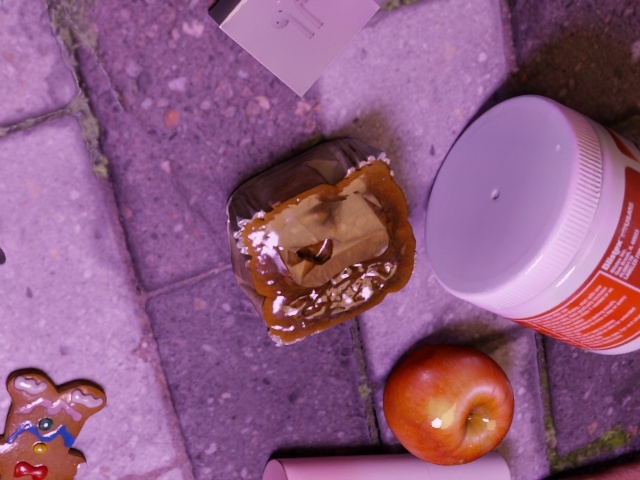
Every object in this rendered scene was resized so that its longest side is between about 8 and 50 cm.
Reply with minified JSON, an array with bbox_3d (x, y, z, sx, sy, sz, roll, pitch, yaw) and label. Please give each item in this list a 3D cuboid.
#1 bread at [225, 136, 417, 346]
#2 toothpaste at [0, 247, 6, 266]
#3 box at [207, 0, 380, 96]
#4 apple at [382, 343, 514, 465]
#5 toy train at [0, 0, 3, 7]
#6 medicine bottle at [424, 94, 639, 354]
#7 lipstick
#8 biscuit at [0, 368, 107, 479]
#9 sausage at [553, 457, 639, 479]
[{"bbox_3d":[0.002,0.000,1.595,0.210,0.110,0.192,-25,122,-11],"label":"bread"},{"bbox_3d":[-0.444,0.115,1.485,0.114,0.073,0.299,29,108,-34],"label":"toothpaste"},{"bbox_3d":[-0.029,-0.246,1.486,0.130,0.051,0.129,-49,125,5],"label":"box"},{"bbox_3d":[0.159,0.206,1.763,0.163,0.139,0.163,-10,109,-29],"label":"apple"},{"bbox_3d":[-0.400,-0.279,1.300,0.234,0.052,0.051,19,102,-31],"label":"toy train"},{"bbox_3d":[0.290,-0.013,1.631,0.241,0.252,0.252,22,105,-33],"label":"medicine bottle"},{"bbox_3d":[0.089,0.322,1.817,0.326,0.087,0.087,2,115,-25],"label":"lipstick"},{"bbox_3d":[-0.332,0.249,1.624,0.138,0.031,0.205,17,109,-31],"label":"biscuit"},{"bbox_3d":[0.485,0.349,2.008,0.419,0.094,0.094,-12,142,-19],"label":"sausage"}]
